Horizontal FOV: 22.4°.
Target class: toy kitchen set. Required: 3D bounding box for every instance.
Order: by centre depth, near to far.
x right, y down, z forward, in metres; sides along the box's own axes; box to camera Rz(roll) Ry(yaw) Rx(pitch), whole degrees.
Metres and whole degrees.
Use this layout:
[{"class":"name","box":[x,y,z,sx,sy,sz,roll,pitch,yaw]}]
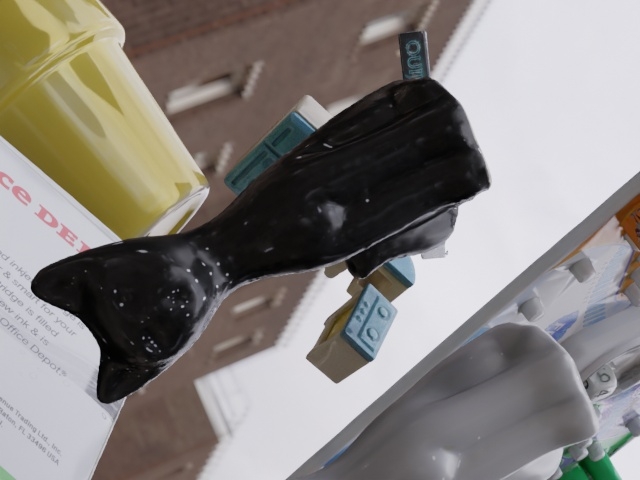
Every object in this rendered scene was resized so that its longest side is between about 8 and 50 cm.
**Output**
[{"class":"toy kitchen set","box":[0.000,0.000,1.537,0.207,0.166,0.122,42,-52,-8]}]

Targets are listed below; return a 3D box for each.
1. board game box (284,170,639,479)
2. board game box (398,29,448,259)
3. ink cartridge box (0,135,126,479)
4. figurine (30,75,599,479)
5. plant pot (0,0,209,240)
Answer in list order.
[{"class":"board game box","box":[0.221,0.096,1.188,0.390,0.390,0.050,-44,-121,25]},{"class":"board game box","box":[0.092,-0.081,1.433,0.126,0.026,0.186,53,32,-82]},{"class":"ink cartridge box","box":[-0.222,0.067,0.861,0.211,0.121,0.289,43,28,-15]},{"class":"figurine","box":[0.000,0.061,0.764,0.215,0.209,0.092,65,-13,-8]},{"class":"plant pot","box":[-0.238,-0.076,1.445,0.239,0.254,0.254,46,-24,4]}]
